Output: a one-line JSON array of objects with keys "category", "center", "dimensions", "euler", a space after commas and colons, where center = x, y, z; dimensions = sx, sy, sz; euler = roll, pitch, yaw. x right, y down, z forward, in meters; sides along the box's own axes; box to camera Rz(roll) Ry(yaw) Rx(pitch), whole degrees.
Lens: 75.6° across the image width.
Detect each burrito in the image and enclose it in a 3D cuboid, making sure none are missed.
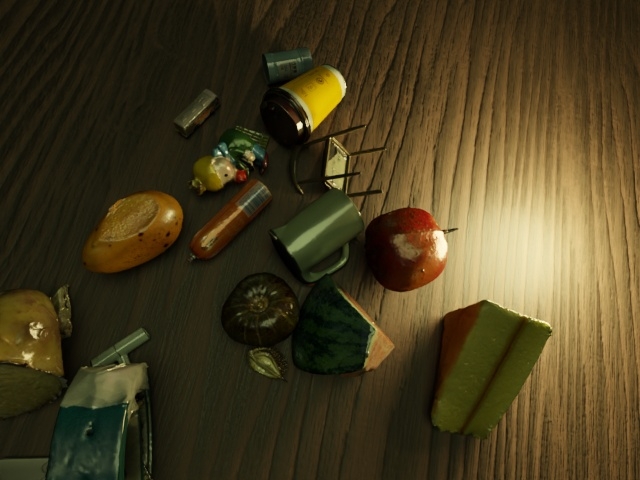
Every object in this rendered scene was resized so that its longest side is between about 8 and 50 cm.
[{"category": "burrito", "center": [-0.706, 0.195, 1.120], "dimensions": [0.055, 0.041, 0.149], "euler": [-9, 73, -26]}]

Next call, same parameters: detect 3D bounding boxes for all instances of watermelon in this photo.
[{"category": "watermelon", "center": [0.086, 0.233, 1.165], "dimensions": [0.292, 0.283, 0.250], "euler": [-13, 103, -38]}]

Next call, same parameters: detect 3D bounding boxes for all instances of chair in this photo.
[{"category": "chair", "center": [0.054, -0.237, 1.319], "dimensions": [0.272, 0.166, 0.188], "euler": [-3, 72, 33]}]

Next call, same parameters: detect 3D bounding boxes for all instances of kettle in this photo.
[{"category": "kettle", "center": [0.000, 0.000, 1.248], "dimensions": [0.255, 0.165, 0.240], "euler": [-38, 113, -16]}]

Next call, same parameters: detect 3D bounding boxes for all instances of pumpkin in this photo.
[{"category": "pumpkin", "center": [-0.160, 0.200, 1.166], "dimensions": [0.219, 0.162, 0.219], "euler": [-1, 52, 1]}]

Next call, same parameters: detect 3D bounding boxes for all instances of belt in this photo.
[{"category": "belt", "center": [-0.484, 0.505, 0.942], "dimensions": [0.173, 0.300, 0.437], "euler": [-5, 81, -12]}]

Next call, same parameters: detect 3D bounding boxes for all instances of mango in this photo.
[{"category": "mango", "center": [-0.512, -0.015, 1.132], "dimensions": [0.290, 0.191, 0.160], "euler": [-41, 79, -22]}]

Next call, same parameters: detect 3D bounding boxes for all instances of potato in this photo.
[{"category": "potato", "center": [-0.762, 0.255, 1.005], "dimensions": [0.288, 0.301, 0.237], "euler": [-29, 49, 8]}]

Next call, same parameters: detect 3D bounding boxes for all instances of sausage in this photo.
[{"category": "sausage", "center": [-0.279, -0.049, 1.236], "dimensions": [0.093, 0.093, 0.312], "euler": [41, 73, 2]}]

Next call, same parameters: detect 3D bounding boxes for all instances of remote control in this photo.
[{"category": "remote control", "center": [-0.700, 0.582, 1.029], "dimensions": [0.245, 0.022, 0.077], "euler": [4, 73, -10]}]

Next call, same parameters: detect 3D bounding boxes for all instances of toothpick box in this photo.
[{"category": "toothpick box", "center": [-0.113, -0.593, 1.404], "dimensions": [0.153, 0.101, 0.101], "euler": [-16, 79, -12]}]

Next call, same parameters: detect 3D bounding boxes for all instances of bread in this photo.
[{"category": "bread", "center": [0.476, 0.391, 1.185], "dimensions": [0.233, 0.245, 0.362], "euler": [20, 69, -5]}]

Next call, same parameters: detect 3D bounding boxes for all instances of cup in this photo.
[{"category": "cup", "center": [-0.051, -0.447, 1.341], "dimensions": [0.196, 0.196, 0.280], "euler": [42, 63, 2]}]

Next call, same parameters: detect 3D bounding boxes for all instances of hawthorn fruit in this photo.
[{"category": "hawthorn fruit", "center": [0.282, 0.014, 1.234], "dimensions": [0.300, 0.254, 0.254], "euler": [-20, 80, -3]}]

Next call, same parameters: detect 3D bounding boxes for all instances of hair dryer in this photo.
[{"category": "hair dryer", "center": [-0.502, 0.354, 1.121], "dimensions": [0.155, 0.044, 0.183], "euler": [-35, 89, -16]}]

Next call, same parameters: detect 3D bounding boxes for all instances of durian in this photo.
[{"category": "durian", "center": [-0.136, 0.338, 1.161], "dimensions": [0.140, 0.110, 0.071], "euler": [38, 48, -1]}]

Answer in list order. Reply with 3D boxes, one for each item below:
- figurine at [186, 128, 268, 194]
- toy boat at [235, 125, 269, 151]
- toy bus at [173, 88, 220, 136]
[{"category": "figurine", "center": [-0.281, -0.216, 1.273], "dimensions": [0.185, 0.127, 0.234], "euler": [37, 62, -16]}, {"category": "toy boat", "center": [-0.229, -0.334, 1.358], "dimensions": [0.115, 0.016, 0.063], "euler": [18, 74, -6]}, {"category": "toy bus", "center": [-0.393, -0.408, 1.320], "dimensions": [0.057, 0.072, 0.172], "euler": [35, 72, 5]}]
